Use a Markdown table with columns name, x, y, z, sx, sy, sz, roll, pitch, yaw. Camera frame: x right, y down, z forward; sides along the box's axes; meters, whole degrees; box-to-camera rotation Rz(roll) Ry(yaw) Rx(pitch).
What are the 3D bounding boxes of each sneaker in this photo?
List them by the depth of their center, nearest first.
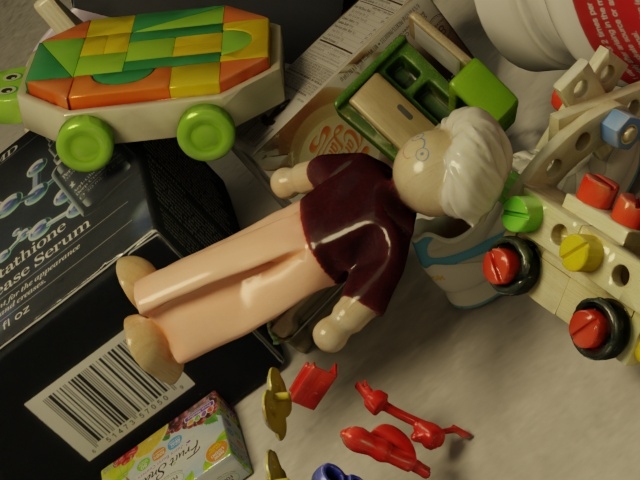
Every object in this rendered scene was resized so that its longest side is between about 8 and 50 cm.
| name | x | y | z | sx | sy | sz | roll | pitch | yaw |
| --- | --- | --- | --- | --- | --- | --- | --- | --- | --- |
| sneaker | 0.185 | -0.040 | 1.260 | 0.229 | 0.092 | 0.087 | -40 | 30 | 0 |

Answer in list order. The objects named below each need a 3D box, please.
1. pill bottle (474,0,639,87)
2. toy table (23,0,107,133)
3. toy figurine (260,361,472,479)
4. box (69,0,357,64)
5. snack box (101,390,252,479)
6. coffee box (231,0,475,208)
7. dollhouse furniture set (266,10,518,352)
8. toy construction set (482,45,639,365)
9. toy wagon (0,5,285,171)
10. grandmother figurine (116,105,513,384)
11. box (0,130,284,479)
| name | x | y | z | sx | sy | sz | roll | pitch | yaw |
| --- | --- | --- | --- | --- | --- | --- | --- | --- | --- |
| pill bottle | 0.339 | -0.250 | 1.219 | 0.408 | 0.229 | 0.229 | -1 | 49 | 46 |
| toy table | -0.280 | -0.223 | 1.874 | 0.274 | 0.252 | 0.161 | -49 | 14 | 9 |
| toy figurine | -0.003 | 0.291 | 1.065 | 0.217 | 0.191 | 0.362 | -58 | 20 | 31 |
| box | -0.102 | -0.408 | 1.773 | 0.343 | 0.179 | 0.312 | 15 | 50 | 5 |
| snack box | -0.138 | 0.218 | 1.343 | 0.141 | 0.037 | 0.100 | -37 | 33 | 8 |
| coffee box | 0.038 | -0.137 | 1.492 | 0.246 | 0.141 | 0.098 | -44 | 30 | -6 |
| dollhouse furniture set | 0.022 | -0.054 | 1.317 | 0.301 | 0.151 | 0.197 | -45 | -10 | -3 |
| toy construction set | 0.240 | -0.027 | 1.093 | 0.327 | 0.151 | 0.215 | 52 | 129 | 56 |
| toy wagon | -0.209 | -0.162 | 1.465 | 0.344 | 0.068 | 0.267 | -5 | 31 | 2 |
| grandmother figurine | 0.000 | 0.000 | 1.151 | 0.342 | 0.104 | 0.208 | -29 | 55 | 13 |
| box | -0.244 | 0.044 | 1.507 | 0.293 | 0.212 | 0.395 | -37 | 31 | 8 |
